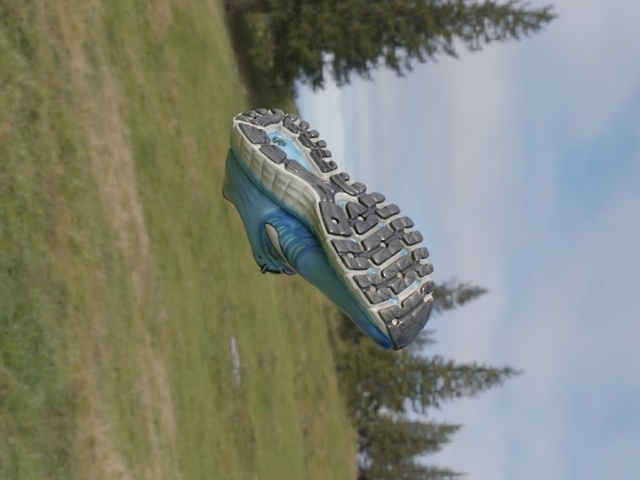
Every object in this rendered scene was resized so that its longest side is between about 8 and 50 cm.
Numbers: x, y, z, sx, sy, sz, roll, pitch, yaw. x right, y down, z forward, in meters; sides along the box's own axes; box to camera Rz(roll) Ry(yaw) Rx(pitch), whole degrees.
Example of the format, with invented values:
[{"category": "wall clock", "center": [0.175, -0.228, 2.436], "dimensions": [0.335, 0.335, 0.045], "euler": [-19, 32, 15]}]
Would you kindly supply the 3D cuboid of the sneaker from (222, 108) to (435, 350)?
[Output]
[{"category": "sneaker", "center": [0.000, 0.000, 0.530], "dimensions": [0.162, 0.063, 0.073], "euler": [51, -46, 24]}]
